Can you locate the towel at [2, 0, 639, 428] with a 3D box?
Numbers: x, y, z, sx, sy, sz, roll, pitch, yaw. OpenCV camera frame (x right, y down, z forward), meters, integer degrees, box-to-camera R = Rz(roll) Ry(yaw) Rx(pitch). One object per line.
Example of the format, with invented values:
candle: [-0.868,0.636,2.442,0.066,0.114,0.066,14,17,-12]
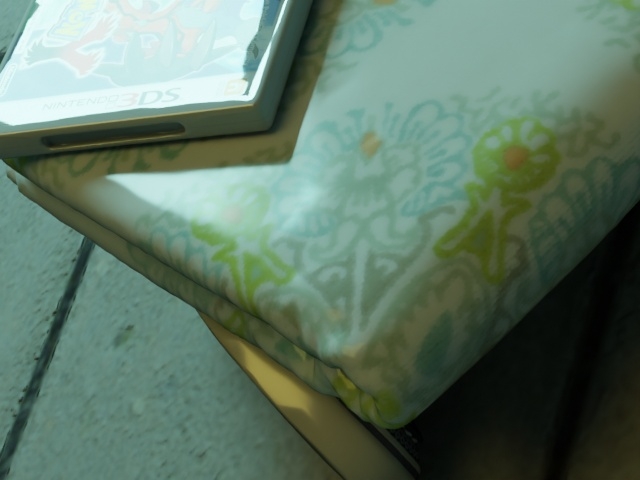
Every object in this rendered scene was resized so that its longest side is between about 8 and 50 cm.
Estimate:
towel: [0.026,-0.084,0.979,0.320,0.090,0.374,-45,44,-17]

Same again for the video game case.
video game case: [-0.089,-0.131,1.002,0.183,0.023,0.201,-5,47,24]

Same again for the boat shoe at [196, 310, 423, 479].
boat shoe: [0.000,0.000,1.041,0.158,0.127,0.340,-39,48,-1]
